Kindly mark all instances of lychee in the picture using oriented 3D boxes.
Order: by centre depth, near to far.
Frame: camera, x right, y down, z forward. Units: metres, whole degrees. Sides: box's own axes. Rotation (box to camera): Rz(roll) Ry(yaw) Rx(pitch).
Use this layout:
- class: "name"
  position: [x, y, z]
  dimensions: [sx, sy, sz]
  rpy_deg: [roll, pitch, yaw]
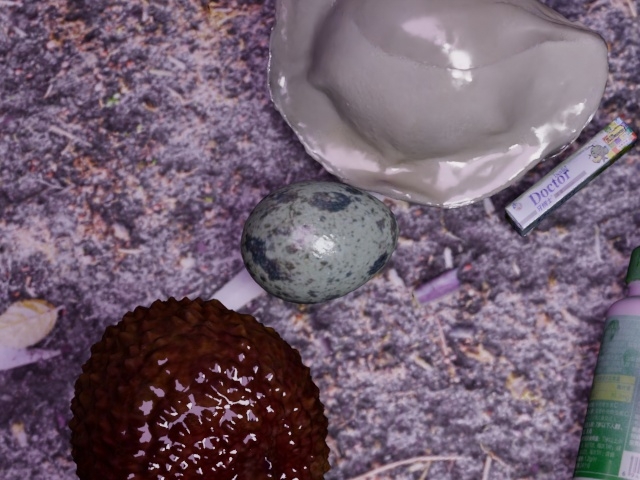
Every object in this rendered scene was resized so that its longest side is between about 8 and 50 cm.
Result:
- class: "lychee"
  position: [-0.122, 0.196, 1.743]
  dimensions: [0.304, 0.276, 0.275]
  rpy_deg: [33, 82, 41]

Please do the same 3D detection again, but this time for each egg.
- class: "egg"
  position: [0.000, 0.000, 1.841]
  dimensions: [0.172, 0.132, 0.132]
  rpy_deg: [-10, 75, -5]

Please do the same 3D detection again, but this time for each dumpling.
- class: "dumpling"
  position: [0.117, -0.169, 1.857]
  dimensions: [0.341, 0.181, 0.260]
  rpy_deg: [13, 100, -18]

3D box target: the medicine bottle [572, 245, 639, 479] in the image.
- class: "medicine bottle"
  position: [0.345, 0.145, 1.753]
  dimensions: [0.133, 0.133, 0.274]
  rpy_deg: [12, 79, 11]

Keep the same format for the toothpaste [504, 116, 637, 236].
- class: "toothpaste"
  position: [0.271, -0.070, 1.863]
  dimensions: [0.164, 0.046, 0.034]
  rpy_deg: [-39, 78, -3]
